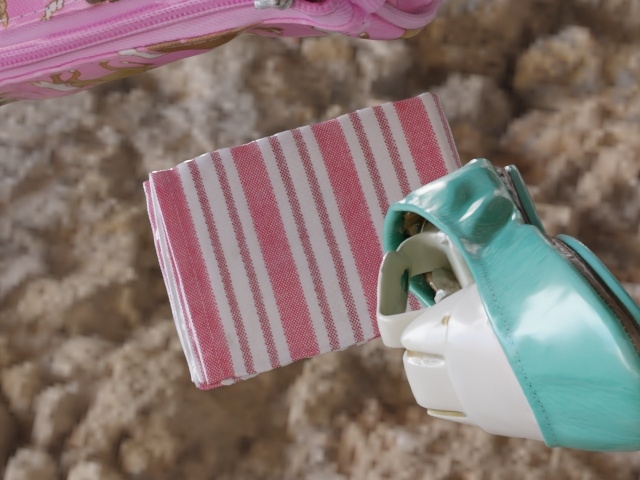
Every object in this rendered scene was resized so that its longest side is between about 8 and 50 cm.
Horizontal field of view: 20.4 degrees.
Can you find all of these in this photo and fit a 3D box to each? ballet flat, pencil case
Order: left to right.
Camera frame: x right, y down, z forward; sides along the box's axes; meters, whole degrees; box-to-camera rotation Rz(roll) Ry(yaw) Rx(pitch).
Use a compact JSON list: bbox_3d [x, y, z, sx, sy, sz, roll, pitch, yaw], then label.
[{"bbox_3d":[-0.131,-0.144,0.944,0.167,0.386,0.160,0,-99,-64],"label":"pencil case"},{"bbox_3d":[0.069,0.033,0.702,0.247,0.087,0.083,-114,-2,-72],"label":"ballet flat"}]

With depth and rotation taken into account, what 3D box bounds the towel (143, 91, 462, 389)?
[{"bbox_3d":[0.000,0.000,1.088,0.029,0.197,0.144,72,-178,-74],"label":"towel"}]
